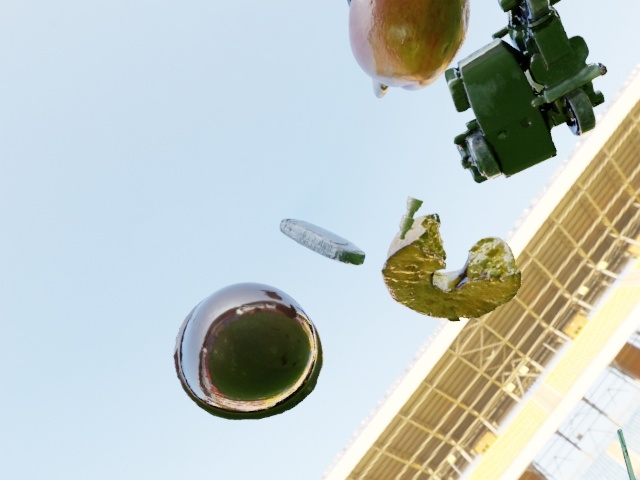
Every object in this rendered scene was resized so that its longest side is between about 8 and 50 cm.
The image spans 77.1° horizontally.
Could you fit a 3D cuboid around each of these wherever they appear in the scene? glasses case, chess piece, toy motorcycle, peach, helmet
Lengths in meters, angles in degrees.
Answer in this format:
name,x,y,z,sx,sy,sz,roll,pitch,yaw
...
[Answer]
name,x,y,z,sx,sy,sz,roll,pitch,yaw
glasses case,0.000,0.000,1.072,0.109,0.282,0.067,7,-74,-48
chess piece,0.181,-0.044,0.832,0.035,0.035,0.092,9,-75,-37
toy motorcycle,0.266,-0.215,0.563,0.205,0.127,0.275,-26,-70,27
peach,0.182,-0.452,0.809,0.238,0.281,0.281,-9,-61,-23
helmet,-0.065,0.110,0.432,0.175,0.106,0.155,22,-121,-10

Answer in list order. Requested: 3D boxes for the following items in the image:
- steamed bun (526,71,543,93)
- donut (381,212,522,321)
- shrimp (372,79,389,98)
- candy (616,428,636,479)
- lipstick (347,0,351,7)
name,x,y,z,sx,sy,sz,roll,pitch,yaw
steamed bun,0.573,-0.381,1.064,0.231,0.145,0.232,-24,-16,-7
donut,0.403,0.098,1.336,0.435,0.163,0.378,20,-41,-8
shrimp,0.184,-0.535,1.044,0.077,0.168,0.317,6,-64,-5
candy,0.360,0.306,0.448,0.049,0.185,0.055,24,-42,-8
lipstick,0.101,-0.641,1.093,0.053,0.053,0.234,-30,-69,-17
